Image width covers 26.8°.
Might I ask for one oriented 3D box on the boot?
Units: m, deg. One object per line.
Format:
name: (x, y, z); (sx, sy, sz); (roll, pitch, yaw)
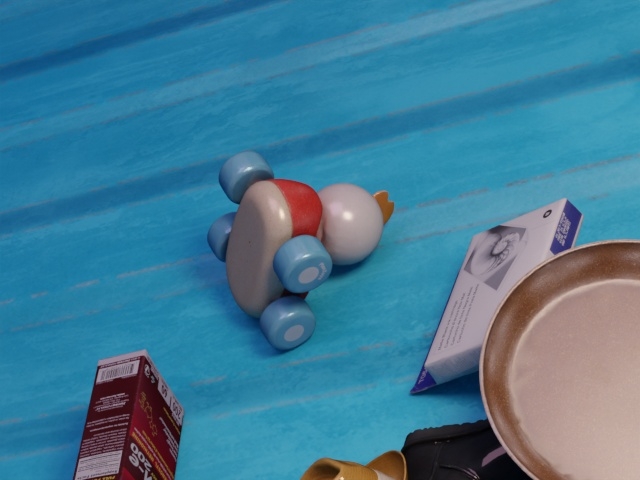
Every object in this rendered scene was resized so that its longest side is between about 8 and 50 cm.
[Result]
boot: (0.179, 0.287, 1.445); (0.246, 0.094, 0.207); (-13, 36, 26)

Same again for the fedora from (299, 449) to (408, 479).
fedora: (0.014, 0.295, 1.483); (0.194, 0.079, 0.194); (-48, 16, 19)

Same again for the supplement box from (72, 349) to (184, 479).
supplement box: (-0.238, 0.269, 1.676); (0.073, 0.130, 0.239); (-13, 41, 15)

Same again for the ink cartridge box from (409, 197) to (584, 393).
ink cartridge box: (0.204, 0.068, 1.649); (0.224, 0.045, 0.223); (-28, 28, 45)

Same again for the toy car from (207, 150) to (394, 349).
toy car: (0.000, 0.000, 1.851); (0.238, 0.210, 0.219); (-10, 45, -27)

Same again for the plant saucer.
plant saucer: (0.324, 0.145, 1.416); (0.311, 0.050, 0.310); (-4, 62, 7)
